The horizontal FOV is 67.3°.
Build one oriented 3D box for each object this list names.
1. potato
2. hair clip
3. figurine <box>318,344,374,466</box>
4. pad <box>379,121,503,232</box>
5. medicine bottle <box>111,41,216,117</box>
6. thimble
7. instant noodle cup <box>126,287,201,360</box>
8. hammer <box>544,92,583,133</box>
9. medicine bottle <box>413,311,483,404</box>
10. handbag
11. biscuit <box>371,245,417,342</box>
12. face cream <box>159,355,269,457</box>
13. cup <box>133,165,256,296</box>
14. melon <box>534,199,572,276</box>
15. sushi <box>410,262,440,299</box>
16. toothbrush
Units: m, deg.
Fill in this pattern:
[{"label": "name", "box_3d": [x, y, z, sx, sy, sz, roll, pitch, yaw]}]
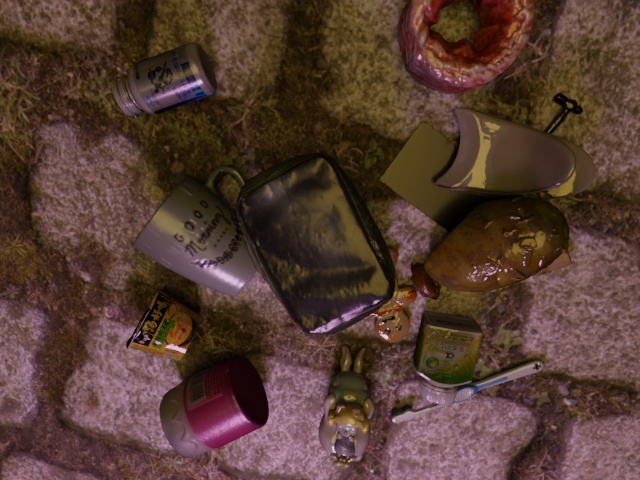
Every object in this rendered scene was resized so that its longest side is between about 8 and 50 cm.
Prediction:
[{"label": "potato", "box_3d": [0.352, 0.011, 0.992, 0.298, 0.141, 0.176, -24, 69, 24]}, {"label": "hair clip", "box_3d": [0.404, -0.164, 0.985, 0.282, 0.113, 0.172, 16, 99, 30]}, {"label": "figurine", "box_3d": [0.063, 0.377, 1.116, 0.127, 0.155, 0.235, 8, 99, 15]}, {"label": "pad", "box_3d": [0.279, -0.120, 1.056, 0.265, 0.009, 0.159, 35, 102, -7]}, {"label": "medicine bottle", "box_3d": [-0.320, -0.324, 0.986, 0.192, 0.107, 0.106, -17, 102, 7]}, {"label": "thimble", "box_3d": [0.267, -0.403, 0.913, 0.239, 0.162, 0.239, 0, 105, 0]}, {"label": "instant noodle cup", "box_3d": [-0.354, 0.202, 1.102, 0.122, 0.151, 0.151, 31, 103, -15]}, {"label": "hammer", "box_3d": [0.471, -0.223, 1.016, 0.065, 0.021, 0.178, 35, 105, -5]}, {"label": "medicine bottle", "box_3d": [0.285, 0.271, 1.107, 0.132, 0.088, 0.188, 8, 103, 1]}, {"label": "handbag", "box_3d": [0.000, 0.000, 0.969, 0.247, 0.240, 0.340, -28, 93, 12]}, {"label": "biscuit", "box_3d": [0.144, 0.129, 1.112, 0.153, 0.030, 0.234, -15, 102, 8]}, {"label": "face cream", "box_3d": [-0.244, 0.386, 1.118, 0.195, 0.175, 0.175, -27, 101, 10]}, {"label": "cup", "box_3d": [-0.224, -0.029, 1.035, 0.234, 0.186, 0.258, 36, 75, -14]}, {"label": "melon", "box_3d": [0.478, -0.016, 1.050, 0.098, 0.054, 0.182, -22, 97, 3]}, {"label": "sushi", "box_3d": [0.234, 0.096, 1.089, 0.050, 0.047, 0.099, -24, 90, -35]}, {"label": "toothbrush", "box_3d": [0.350, 0.364, 1.151, 0.386, 0.040, 0.040, -22, 101, 8]}]
